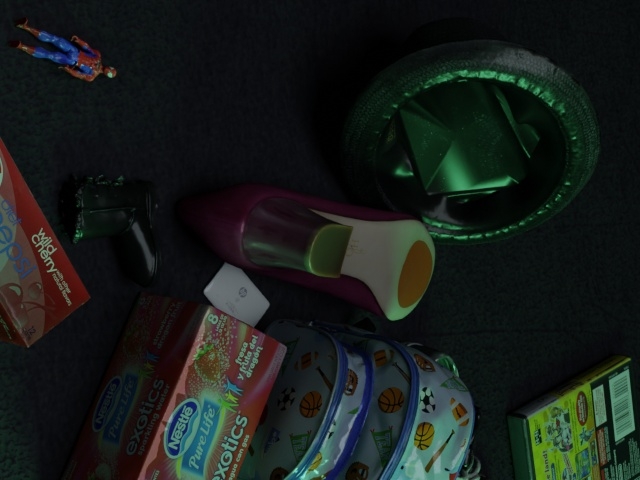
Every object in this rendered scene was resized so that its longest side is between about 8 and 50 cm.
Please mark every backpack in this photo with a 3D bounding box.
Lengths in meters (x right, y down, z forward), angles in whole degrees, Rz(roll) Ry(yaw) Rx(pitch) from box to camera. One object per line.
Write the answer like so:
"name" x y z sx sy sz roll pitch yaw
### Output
"backpack" 0.032 0.209 1.486 0.213 0.263 0.276 24 80 -40

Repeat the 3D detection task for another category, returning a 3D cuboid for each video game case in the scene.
"video game case" 0.373 0.331 1.954 0.248 0.035 0.275 -22 109 -38

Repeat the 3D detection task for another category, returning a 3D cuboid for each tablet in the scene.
"tablet" -0.093 0.064 1.531 0.054 0.006 0.083 -54 126 -24

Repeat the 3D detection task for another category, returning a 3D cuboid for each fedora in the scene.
"fedora" 0.170 -0.145 1.611 0.334 0.334 0.152 36 38 -38

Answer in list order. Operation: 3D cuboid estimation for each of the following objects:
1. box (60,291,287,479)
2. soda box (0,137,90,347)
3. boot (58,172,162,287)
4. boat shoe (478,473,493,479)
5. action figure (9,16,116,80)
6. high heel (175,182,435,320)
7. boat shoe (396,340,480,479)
"box" -0.157 0.195 1.407 0.122 0.128 0.257 32 74 -39
"soda box" -0.321 -0.032 1.261 0.083 0.092 0.263 -42 120 -32
"boot" -0.213 -0.010 1.392 0.099 0.045 0.121 -2 89 -44
"boat shoe" 0.226 0.366 1.824 0.046 0.038 0.125 -28 112 -36
"action figure" -0.250 -0.184 1.352 0.115 0.030 0.038 20 76 -43
"high heel" 0.000 0.000 1.573 0.377 0.181 0.127 26 83 -62
"boat shoe" 0.145 0.277 1.698 0.113 0.105 0.306 -11 102 -40
